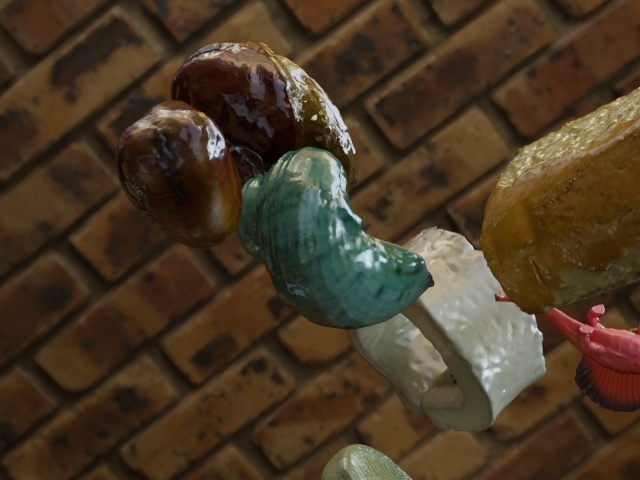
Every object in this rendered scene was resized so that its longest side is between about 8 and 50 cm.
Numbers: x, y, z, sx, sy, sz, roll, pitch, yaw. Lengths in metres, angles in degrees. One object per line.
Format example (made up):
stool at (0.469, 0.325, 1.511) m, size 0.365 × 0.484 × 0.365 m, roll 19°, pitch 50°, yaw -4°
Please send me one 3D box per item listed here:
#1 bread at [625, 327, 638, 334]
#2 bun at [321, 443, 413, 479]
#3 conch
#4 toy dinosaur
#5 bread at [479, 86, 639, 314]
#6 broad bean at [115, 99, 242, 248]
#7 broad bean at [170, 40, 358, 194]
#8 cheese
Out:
bread at (0.500, 0.165, 2.076) m, size 0.072 × 0.053 × 0.106 m, roll -18°, pitch -169°, yaw 2°
bun at (0.085, 0.404, 1.983) m, size 0.108 × 0.221 × 0.221 m, roll -48°, pitch -156°, yaw 14°
conch at (-0.004, 0.000, 1.343) m, size 0.134 × 0.196 × 0.202 m, roll -40°, pitch -114°, yaw -6°
toy dinosaur at (0.366, 0.159, 1.813) m, size 0.286 × 0.138 × 0.070 m, roll 16°, pitch -142°, yaw 18°
bread at (0.360, -0.070, 1.408) m, size 0.375 × 0.165 × 0.236 m, roll -29°, pitch -164°, yaw 36°
broad bean at (-0.102, -0.050, 1.025) m, size 0.085 × 0.114 × 0.165 m, roll -3°, pitch 179°, yaw 5°
broad bean at (-0.060, -0.119, 1.460) m, size 0.156 × 0.228 × 0.122 m, roll -39°, pitch -172°, yaw 28°
cheese at (0.181, 0.147, 2.084) m, size 0.153 × 0.292 × 0.332 m, roll -37°, pitch -177°, yaw -22°
